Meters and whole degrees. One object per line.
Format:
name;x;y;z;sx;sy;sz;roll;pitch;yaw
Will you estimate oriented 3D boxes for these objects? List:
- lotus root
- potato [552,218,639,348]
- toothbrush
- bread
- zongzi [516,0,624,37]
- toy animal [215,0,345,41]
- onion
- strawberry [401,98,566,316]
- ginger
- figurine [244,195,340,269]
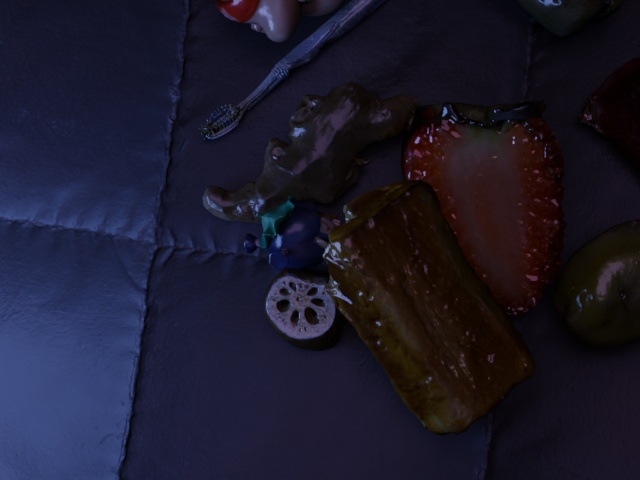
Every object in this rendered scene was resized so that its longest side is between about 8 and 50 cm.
lotus root;-0.020;0.098;1.764;0.122;0.081;0.112;14;88;7
potato;0.416;0.060;1.701;0.200;0.137;0.154;-27;79;-2
toothbrush;-0.016;-0.285;1.851;0.413;0.042;0.035;-40;79;-6
bread;0.137;0.090;1.671;0.195;0.149;0.344;-36;100;-23
zongzi;0.373;-0.516;1.802;0.393;0.174;0.356;-41;83;-10
toy animal;-0.057;-0.373;1.798;0.198;0.171;0.171;-16;79;-6
onion;0.508;-0.184;1.750;0.284;0.120;0.227;0;75;5
strawberry;0.237;-0.054;1.759;0.234;0.138;0.306;-1;105;22
ginger;-0.002;-0.113;1.793;0.333;0.080;0.166;-42;88;-1
figurine;0.000;0.000;1.732;0.195;0.111;0.102;13;91;-22
